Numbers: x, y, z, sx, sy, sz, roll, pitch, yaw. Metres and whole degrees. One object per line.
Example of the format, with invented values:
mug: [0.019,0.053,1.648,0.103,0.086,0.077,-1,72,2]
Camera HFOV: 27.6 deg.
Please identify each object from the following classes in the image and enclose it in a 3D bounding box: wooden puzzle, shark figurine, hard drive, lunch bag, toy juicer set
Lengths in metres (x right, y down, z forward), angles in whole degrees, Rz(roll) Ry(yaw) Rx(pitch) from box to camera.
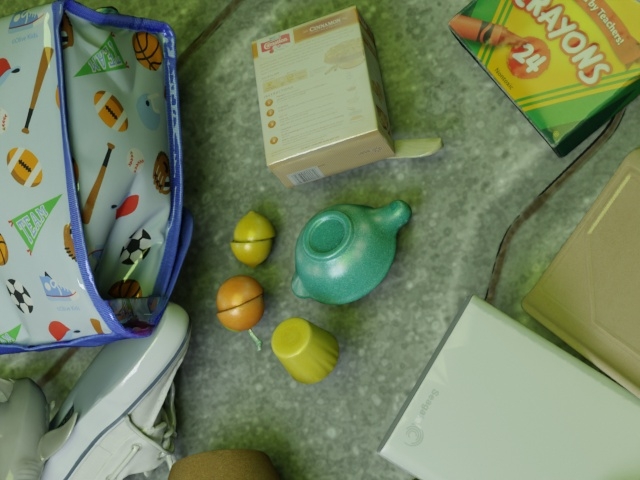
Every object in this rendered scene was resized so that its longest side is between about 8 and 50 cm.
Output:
wooden puzzle: [0.371,0.039,1.451,0.239,0.044,0.221,-53,51,3]
shark figurine: [-0.387,0.210,1.589,0.166,0.116,0.278,-52,29,17]
hard drive: [0.244,0.225,1.423,0.307,0.040,0.203,32,81,-2]
lunch bag: [-0.334,-0.059,1.572,0.328,0.239,0.385,-9,83,37]
toy juicer set: [0.000,0.000,1.587,0.209,0.089,0.329,23,76,38]

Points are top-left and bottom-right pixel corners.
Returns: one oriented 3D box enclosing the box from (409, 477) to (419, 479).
box: [0.143,0.306,1.442,0.105,0.179,0.043,34,94,19]

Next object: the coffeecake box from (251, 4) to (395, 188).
coffeecake box: [0.001,-0.174,1.578,0.142,0.068,0.185,-17,60,16]

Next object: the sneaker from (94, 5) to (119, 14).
sneaker: [-0.292,-0.229,1.718,0.073,0.063,0.162,21,99,9]

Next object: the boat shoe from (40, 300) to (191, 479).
boat shoe: [-0.231,0.238,1.589,0.156,0.136,0.367,30,110,-22]

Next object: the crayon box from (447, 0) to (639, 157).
crayon box: [0.333,-0.276,1.504,0.318,0.081,0.202,-41,73,9]

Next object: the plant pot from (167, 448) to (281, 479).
plant pot: [-0.106,0.379,1.506,0.237,0.237,0.254,-15,67,16]
